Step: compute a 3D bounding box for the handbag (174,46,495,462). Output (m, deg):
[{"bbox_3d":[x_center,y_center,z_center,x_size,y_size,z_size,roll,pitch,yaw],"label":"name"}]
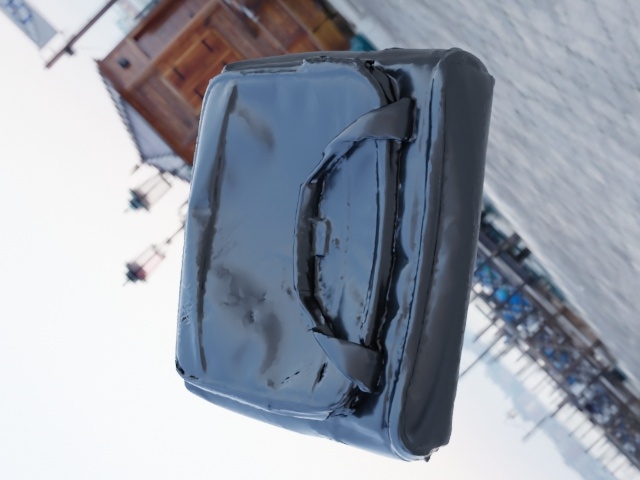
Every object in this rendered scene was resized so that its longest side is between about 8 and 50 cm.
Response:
[{"bbox_3d":[0.000,0.000,0.684,0.244,0.275,0.088,7,177,41],"label":"handbag"}]
